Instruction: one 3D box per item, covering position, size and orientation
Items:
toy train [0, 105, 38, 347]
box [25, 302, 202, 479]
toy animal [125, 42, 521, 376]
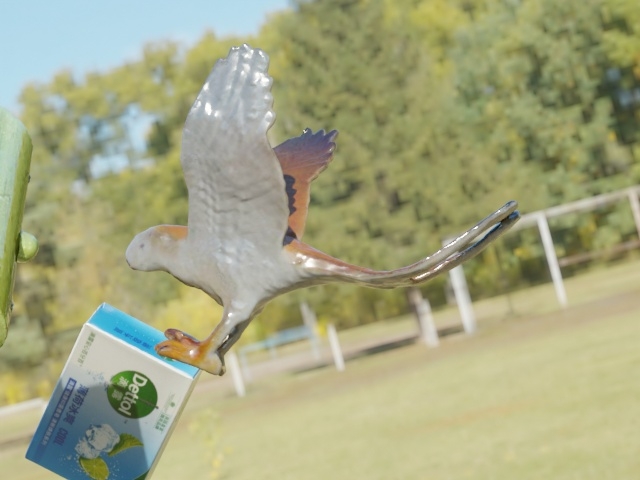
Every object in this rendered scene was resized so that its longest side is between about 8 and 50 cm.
[{"bbox_3d":[-0.336,-0.019,1.402,0.189,0.307,0.126,34,-60,-28],"label":"toy train"},{"bbox_3d":[-0.233,0.190,1.900,0.139,0.194,0.073,27,21,1],"label":"box"},{"bbox_3d":[-0.016,0.017,1.545,0.302,0.284,0.225,-53,-20,-6],"label":"toy animal"}]
